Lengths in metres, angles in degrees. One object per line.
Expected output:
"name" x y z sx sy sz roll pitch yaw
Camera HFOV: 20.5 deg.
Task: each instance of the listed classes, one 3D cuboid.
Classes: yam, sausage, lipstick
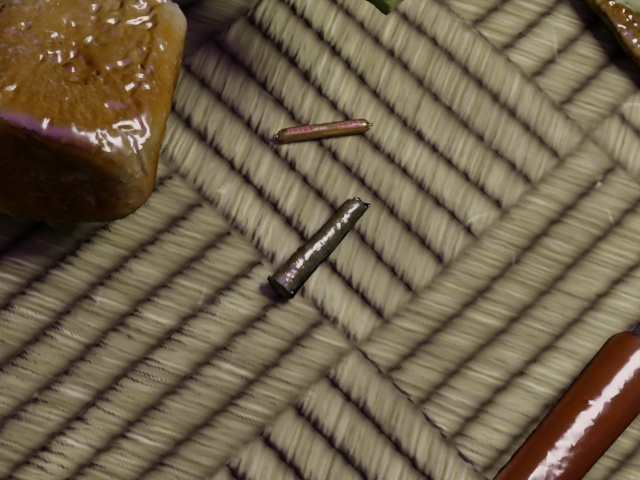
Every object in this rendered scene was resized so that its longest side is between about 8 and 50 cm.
"yam" 0.000 0.000 1.690 0.033 0.027 0.129 37 68 9
"sausage" 0.003 -0.109 1.743 0.100 0.015 0.015 -7 68 -8
"lipstick" 0.183 0.228 1.584 0.077 0.077 0.418 40 67 11

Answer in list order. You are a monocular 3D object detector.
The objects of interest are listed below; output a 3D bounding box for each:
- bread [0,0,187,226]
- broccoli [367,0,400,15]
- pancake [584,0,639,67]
"bread" -0.234 -0.132 1.648 0.196 0.176 0.246 18 51 -9
"broccoli" -0.058 -0.365 1.698 0.397 0.275 0.353 6 61 12
"pancake" 0.431 -0.207 1.810 0.377 0.054 0.197 26 68 4
